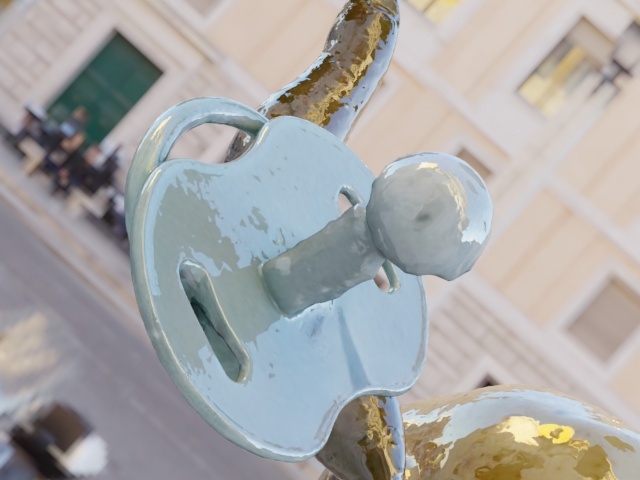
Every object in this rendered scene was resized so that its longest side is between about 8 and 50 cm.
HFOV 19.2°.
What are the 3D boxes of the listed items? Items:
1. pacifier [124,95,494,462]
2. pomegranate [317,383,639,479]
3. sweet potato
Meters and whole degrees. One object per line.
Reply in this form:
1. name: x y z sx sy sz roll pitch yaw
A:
1. pacifier: 0.003 -0.001 0.619 0.150 0.117 0.126 -16 80 -53
2. pomegranate: 0.116 0.250 1.389 0.342 0.342 0.342 42 -1 1
3. sweet potato: -0.007 -0.002 1.024 0.079 0.108 0.346 70 17 -55
